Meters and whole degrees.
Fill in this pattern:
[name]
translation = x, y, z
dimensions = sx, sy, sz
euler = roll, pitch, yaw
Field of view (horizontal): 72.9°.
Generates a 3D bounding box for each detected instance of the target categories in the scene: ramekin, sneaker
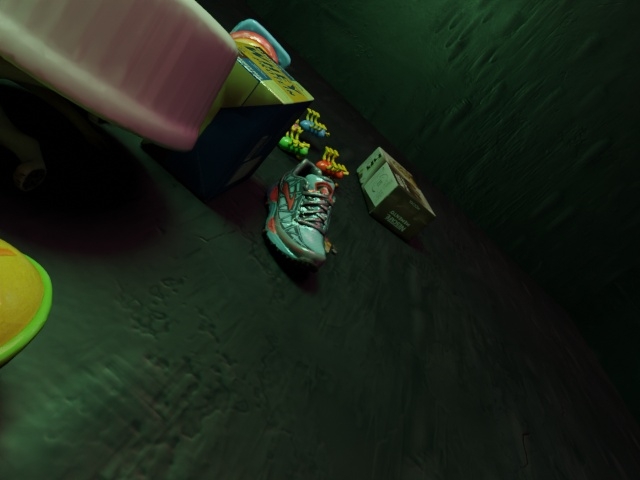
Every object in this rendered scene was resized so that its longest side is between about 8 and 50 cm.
[ramekin]
translation = -0.223, -0.231, 0.462
dimensions = 0.277, 0.135, 0.277
euler = 37, 9, -7
[sneaker]
translation = -0.030, -0.059, 0.754
dimensions = 0.104, 0.125, 0.262
euler = 29, 27, -32

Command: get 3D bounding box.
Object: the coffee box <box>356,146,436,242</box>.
[coffee box]
translation = 0.225, -0.149, 1.351
dimensions = 0.168, 0.119, 0.297
euler = 36, 24, -23

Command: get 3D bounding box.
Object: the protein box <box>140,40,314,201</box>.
[protein box]
translation = -0.141, -0.199, 0.712
dimensions = 0.136, 0.200, 0.201
euler = 42, 22, -5

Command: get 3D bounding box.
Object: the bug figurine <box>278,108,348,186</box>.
[bug figurine]
translation = -0.035, -0.271, 1.187
dimensions = 0.216, 0.072, 0.279
euler = 18, 38, -35

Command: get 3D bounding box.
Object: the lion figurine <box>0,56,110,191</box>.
[lion figurine]
translation = -0.371, -0.146, 0.359
dimensions = 0.240, 0.142, 0.392
euler = 35, 9, -2

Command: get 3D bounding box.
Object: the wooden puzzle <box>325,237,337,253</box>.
[wooden puzzle]
translation = 0.000, 0.000, 0.857
dimensions = 0.083, 0.006, 0.049
euler = 41, 23, -7

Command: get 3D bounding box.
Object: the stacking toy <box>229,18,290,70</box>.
[stacking toy]
translation = -0.198, -0.396, 1.068
dimensions = 0.165, 0.175, 0.302
euler = 39, 36, -26

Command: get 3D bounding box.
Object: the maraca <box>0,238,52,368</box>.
[maraca]
translation = -0.259, 0.039, 0.244
dimensions = 0.185, 0.099, 0.127
euler = 2, 35, -22
